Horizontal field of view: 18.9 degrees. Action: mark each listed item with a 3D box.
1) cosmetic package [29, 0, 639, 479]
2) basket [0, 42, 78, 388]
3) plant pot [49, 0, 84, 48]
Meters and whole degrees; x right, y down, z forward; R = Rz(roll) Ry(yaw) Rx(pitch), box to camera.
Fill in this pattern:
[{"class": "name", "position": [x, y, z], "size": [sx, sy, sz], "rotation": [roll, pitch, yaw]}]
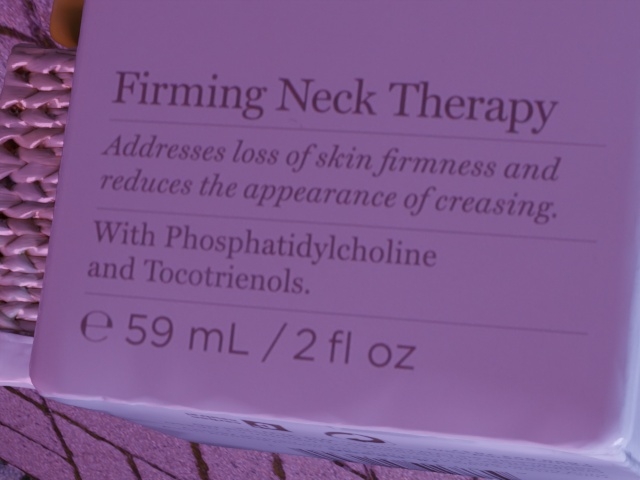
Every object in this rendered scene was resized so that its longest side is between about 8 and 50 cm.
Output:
[{"class": "cosmetic package", "position": [0.059, -0.066, 1.152], "size": [0.329, 0.394, 0.327], "rotation": [4, 170, 16]}, {"class": "basket", "position": [-0.069, 0.008, 1.517], "size": [0.331, 0.266, 0.328], "rotation": [4, 175, 17]}, {"class": "plant pot", "position": [-0.061, -0.234, 1.545], "size": [0.239, 0.254, 0.254], "rotation": [21, 153, -2]}]
